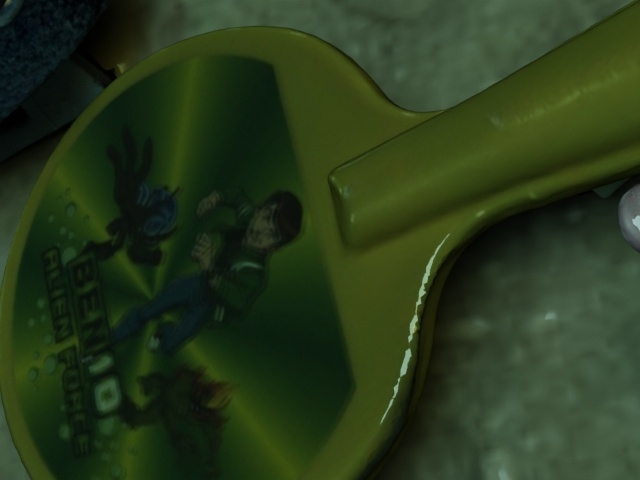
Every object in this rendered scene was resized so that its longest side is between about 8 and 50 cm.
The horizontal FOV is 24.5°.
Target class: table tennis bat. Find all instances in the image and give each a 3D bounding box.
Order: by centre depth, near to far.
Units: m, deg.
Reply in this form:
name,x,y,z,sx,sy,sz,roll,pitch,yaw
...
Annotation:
name,x,y,z,sx,sy,sz,roll,pitch,yaw
table tennis bat,0.000,0.000,0.512,0.321,0.050,0.198,-25,65,32

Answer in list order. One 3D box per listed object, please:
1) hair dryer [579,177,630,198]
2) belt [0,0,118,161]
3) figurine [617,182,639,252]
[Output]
name,x,y,z,sx,sy,sz,roll,pitch,yaw
hair dryer,0.163,-0.086,0.464,0.236,0.073,0.131,-40,64,14
belt,-0.183,-0.072,0.604,0.218,0.128,0.122,-25,37,20
figurine,0.170,0.086,0.385,0.205,0.103,0.260,-28,68,-11
